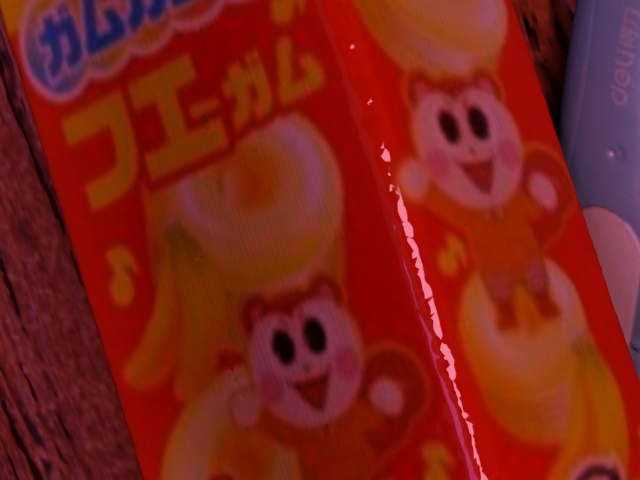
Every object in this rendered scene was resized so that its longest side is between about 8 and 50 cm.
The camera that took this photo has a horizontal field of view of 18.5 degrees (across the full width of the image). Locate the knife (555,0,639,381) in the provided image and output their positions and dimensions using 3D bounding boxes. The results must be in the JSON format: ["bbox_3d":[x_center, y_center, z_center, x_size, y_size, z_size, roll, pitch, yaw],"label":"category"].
[{"bbox_3d":[0.102,-0.045,0.586,0.064,0.031,0.222,28,127,37],"label":"knife"}]

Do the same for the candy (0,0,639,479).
[{"bbox_3d":[0.000,0.000,0.615,0.146,0.088,0.276,-21,82,42],"label":"candy"}]
